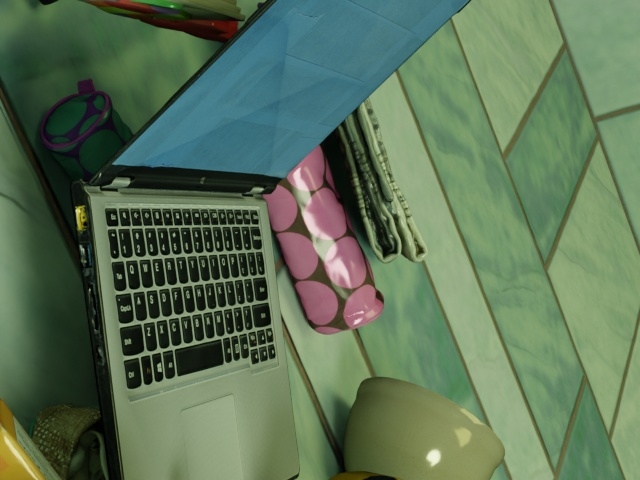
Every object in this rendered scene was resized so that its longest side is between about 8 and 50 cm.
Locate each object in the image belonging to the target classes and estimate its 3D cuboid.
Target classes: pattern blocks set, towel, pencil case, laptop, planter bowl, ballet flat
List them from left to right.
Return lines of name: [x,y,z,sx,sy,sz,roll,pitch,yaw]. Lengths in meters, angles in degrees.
ballet flat: [-0.165,0.208,1.052,0.073,0.067,0.206,31,48,-59]
pattern blocks set: [-0.159,-0.185,1.086,0.324,0.285,0.026,11,89,-29]
pencil case: [-0.158,-0.054,1.235,0.152,0.064,0.070,52,48,-41]
pencil case: [-0.005,-0.014,1.527,0.098,0.095,0.209,-122,-168,-76]
laptop: [0.000,0.000,1.166,0.382,0.236,0.408,-3,85,-73]
towel: [0.039,-0.126,1.601,0.324,0.056,0.312,-44,117,-87]
planter bowl: [0.088,0.224,1.520,0.162,0.162,0.109,51,58,-42]

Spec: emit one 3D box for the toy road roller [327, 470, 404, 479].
toy road roller: [0.002,0.339,1.193,0.202,0.240,0.330,42,66,-32]

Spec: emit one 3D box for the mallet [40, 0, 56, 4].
mallet: [-0.217,-0.267,1.286,0.062,0.039,0.190,56,24,-31]

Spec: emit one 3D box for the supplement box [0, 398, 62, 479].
supplement box: [-0.166,0.214,0.962,0.233,0.078,0.080,56,-6,-14]
